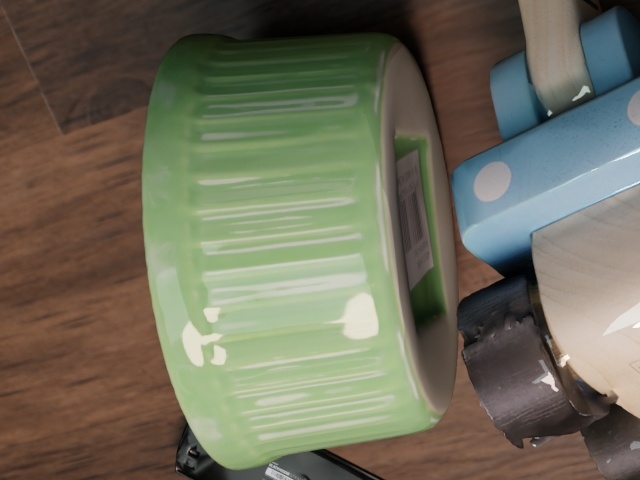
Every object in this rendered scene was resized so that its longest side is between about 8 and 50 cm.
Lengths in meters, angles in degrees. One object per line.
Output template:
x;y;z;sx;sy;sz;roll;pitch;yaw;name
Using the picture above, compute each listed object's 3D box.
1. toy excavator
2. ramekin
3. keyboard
0.175;-0.102;1.039;0.222;0.445;0.433;-27;143;26;toy excavator
0.000;0.000;1.089;0.148;0.303;0.303;-7;110;14;ramekin
-0.033;0.210;1.345;0.192;0.038;0.100;27;95;8;keyboard
